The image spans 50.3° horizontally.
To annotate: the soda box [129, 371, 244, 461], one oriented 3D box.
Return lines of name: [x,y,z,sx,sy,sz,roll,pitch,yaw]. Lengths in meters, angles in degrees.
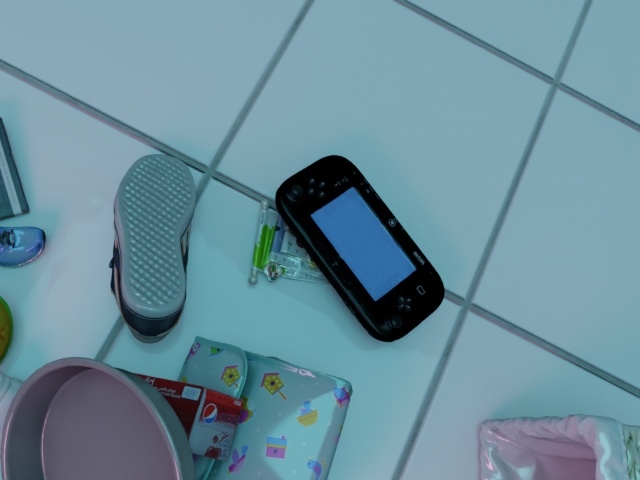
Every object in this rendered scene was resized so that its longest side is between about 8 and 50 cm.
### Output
soda box: [-0.239,0.230,0.934,0.263,0.092,0.083,3,69,33]

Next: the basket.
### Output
basket: [0.412,0.420,0.957,0.267,0.331,0.328,6,74,-11]

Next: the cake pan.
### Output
cake pan: [-0.273,0.285,0.841,0.293,0.054,0.293,1,93,25]

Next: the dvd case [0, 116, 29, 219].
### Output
dvd case: [-0.590,-0.091,1.063,0.221,0.018,0.164,-17,85,-15]

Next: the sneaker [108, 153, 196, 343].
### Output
sneaker: [-0.265,0.009,1.061,0.126,0.127,0.321,8,48,-15]

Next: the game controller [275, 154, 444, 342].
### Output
game controller: [0.067,0.008,1.125,0.166,0.067,0.319,-35,86,-19]

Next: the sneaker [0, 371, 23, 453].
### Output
sneaker: [-0.485,0.292,0.959,0.212,0.080,0.094,-53,130,-7]

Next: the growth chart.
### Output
growth chart: [0.000,0.000,1.159,0.238,0.021,0.171,5,74,-12]

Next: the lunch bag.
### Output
lunch bag: [-0.105,0.275,0.990,0.263,0.160,0.223,18,75,6]

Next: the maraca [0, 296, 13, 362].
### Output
maraca: [-0.515,0.156,0.974,0.127,0.099,0.185,19,85,-35]

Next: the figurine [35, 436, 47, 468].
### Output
figurine: [-0.379,0.380,0.945,0.215,0.092,0.209,39,75,2]

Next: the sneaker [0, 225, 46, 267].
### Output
sneaker: [-0.502,0.007,1.031,0.162,0.073,0.063,-8,76,-13]
